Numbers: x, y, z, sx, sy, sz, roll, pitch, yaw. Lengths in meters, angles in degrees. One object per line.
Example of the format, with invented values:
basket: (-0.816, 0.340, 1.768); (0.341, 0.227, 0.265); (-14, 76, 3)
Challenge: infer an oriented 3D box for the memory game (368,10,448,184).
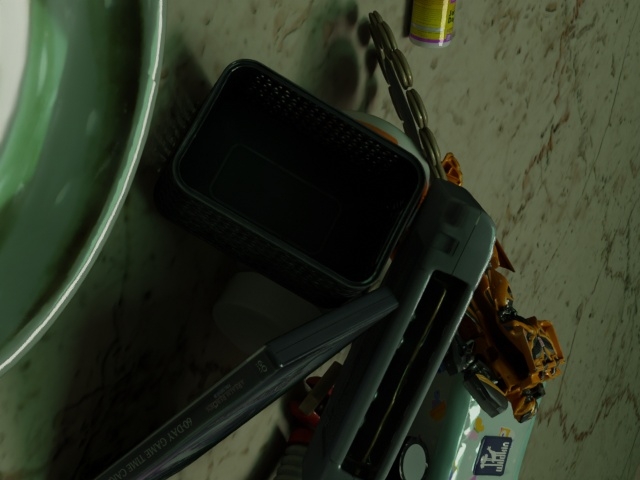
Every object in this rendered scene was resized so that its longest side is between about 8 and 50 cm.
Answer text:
memory game: (0.082, -0.127, 1.424); (0.186, 0.012, 0.186); (159, -90, -90)

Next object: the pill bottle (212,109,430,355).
pill bottle: (0.000, 0.000, 1.357); (0.221, 0.121, 0.121); (-58, 152, -26)

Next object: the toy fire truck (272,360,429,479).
toy fire truck: (-0.003, 0.230, 1.518); (0.246, 0.158, 0.217); (52, 52, -38)

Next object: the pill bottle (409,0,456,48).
pill bottle: (0.114, -0.237, 1.526); (0.043, 0.043, 0.083); (-36, 138, -52)

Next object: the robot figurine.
robot figurine: (0.153, 0.048, 1.557); (0.085, 0.291, 0.211); (-33, 168, 22)

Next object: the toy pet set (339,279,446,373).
toy pet set: (0.050, 0.098, 1.545); (0.065, 0.122, 0.114); (-45, 129, -35)

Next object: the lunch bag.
lunch bag: (0.155, 0.222, 1.733); (0.262, 0.160, 0.223); (-7, 114, -85)

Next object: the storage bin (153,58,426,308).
storage bin: (-0.025, -0.042, 1.189); (0.122, 0.180, 0.084); (-62, -171, -20)

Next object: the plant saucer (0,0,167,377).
plant saucer: (-0.233, -0.091, 0.831); (0.400, 0.100, 0.401); (-44, 143, -46)

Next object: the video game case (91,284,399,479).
video game case: (-0.079, 0.136, 1.205); (0.274, 0.026, 0.196); (-38, 172, 30)

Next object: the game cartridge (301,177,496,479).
game cartridge: (0.065, 0.094, 1.319); (0.198, 0.062, 0.297); (-67, -178, -81)
